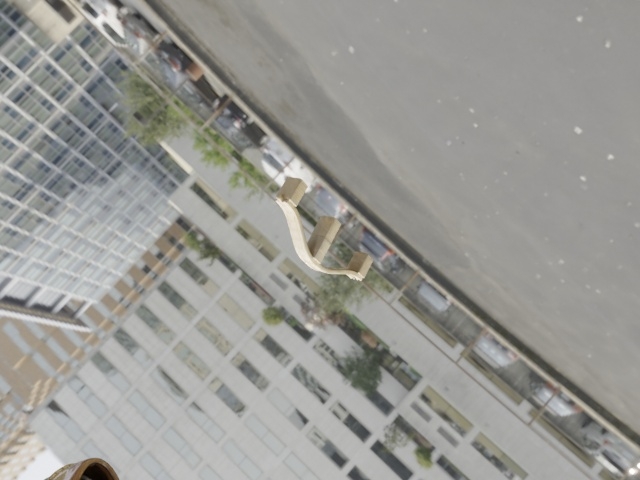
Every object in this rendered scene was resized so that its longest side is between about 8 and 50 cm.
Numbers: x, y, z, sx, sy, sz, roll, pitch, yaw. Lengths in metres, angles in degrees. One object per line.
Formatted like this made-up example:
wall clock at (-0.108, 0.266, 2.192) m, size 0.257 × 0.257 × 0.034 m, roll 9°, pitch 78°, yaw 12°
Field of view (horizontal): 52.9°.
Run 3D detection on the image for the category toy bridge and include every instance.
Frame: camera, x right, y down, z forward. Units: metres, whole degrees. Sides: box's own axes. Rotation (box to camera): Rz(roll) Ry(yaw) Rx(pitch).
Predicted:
toy bridge at (0.000, 0.000, 0.775) m, size 0.026 × 0.063 × 0.188 m, roll 13°, pitch 157°, yaw 41°

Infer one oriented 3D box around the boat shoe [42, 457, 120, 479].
boat shoe at (-0.229, 0.371, 0.632) m, size 0.123 × 0.116 × 0.324 m, roll 12°, pitch -137°, yaw -45°
